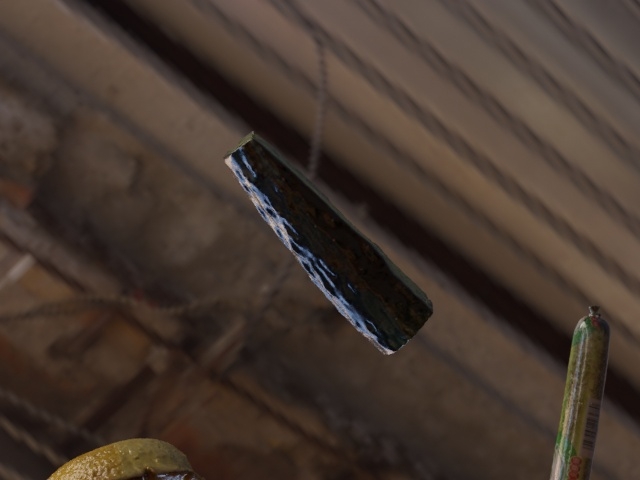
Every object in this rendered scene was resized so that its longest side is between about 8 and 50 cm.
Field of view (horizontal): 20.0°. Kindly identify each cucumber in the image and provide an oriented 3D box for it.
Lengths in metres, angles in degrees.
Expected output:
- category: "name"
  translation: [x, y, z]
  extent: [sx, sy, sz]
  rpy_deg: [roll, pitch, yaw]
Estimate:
- category: "cucumber"
  translation: [-0.002, 0.002, 1.473]
  extent: [0.211, 0.062, 0.078]
  rpy_deg: [43, -176, -12]

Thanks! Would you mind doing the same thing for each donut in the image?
- category: "donut"
  translation: [-0.207, 0.264, 1.855]
  extent: [0.162, 0.178, 0.065]
  rpy_deg: [95, 153, -52]

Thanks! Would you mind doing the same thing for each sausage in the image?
- category: "sausage"
  translation: [0.202, 0.183, 1.457]
  extent: [0.033, 0.033, 0.269]
  rpy_deg: [25, -108, -49]
